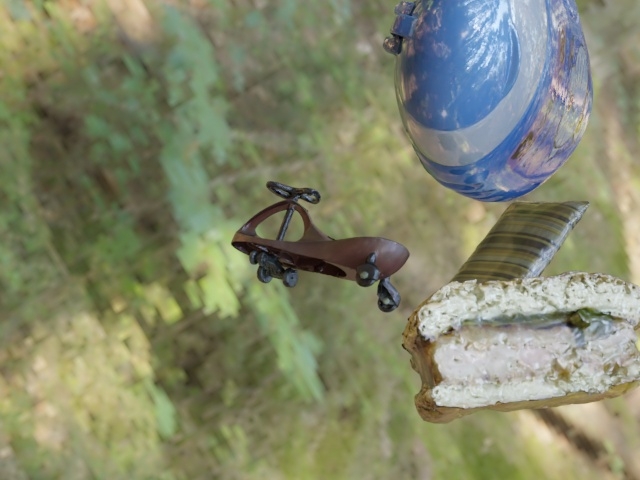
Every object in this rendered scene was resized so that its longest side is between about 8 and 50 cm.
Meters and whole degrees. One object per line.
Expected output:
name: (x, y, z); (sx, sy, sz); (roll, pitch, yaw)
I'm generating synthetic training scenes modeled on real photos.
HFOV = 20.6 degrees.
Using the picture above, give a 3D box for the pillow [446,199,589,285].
pillow: (0.198, 0.026, 1.877); (0.113, 0.203, 0.038); (4, -45, 48)

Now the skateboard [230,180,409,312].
skateboard: (0.000, 0.000, 1.425); (0.067, 0.151, 0.080); (49, 57, -61)

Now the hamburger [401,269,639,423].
hamburger: (0.189, 0.100, 1.656); (0.131, 0.262, 0.124); (141, -57, -62)

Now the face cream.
face cream: (0.102, -0.099, 1.035); (0.083, 0.149, 0.264); (16, 1, 17)
